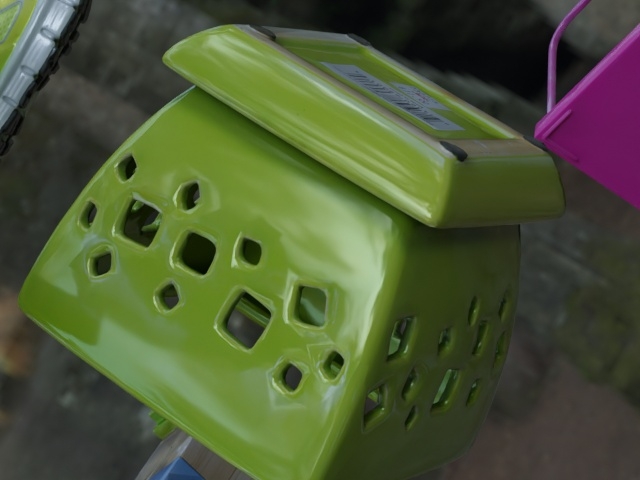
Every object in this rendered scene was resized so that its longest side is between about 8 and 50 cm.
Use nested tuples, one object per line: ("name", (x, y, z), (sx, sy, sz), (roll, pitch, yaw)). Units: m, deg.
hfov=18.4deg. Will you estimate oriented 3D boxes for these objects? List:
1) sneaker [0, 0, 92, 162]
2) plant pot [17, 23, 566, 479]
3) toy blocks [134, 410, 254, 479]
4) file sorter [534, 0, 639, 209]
("sneaker", (-0.234, -0.095, 1.257), (0.208, 0.094, 0.081), (-59, 3, -7))
("plant pot", (0.000, 0.000, 1.156), (0.227, 0.228, 0.207), (-4, -56, -62))
("toy blocks", (-0.042, 0.295, 1.697), (0.191, 0.381, 0.261), (-39, 9, 36))
("file sorter", (0.376, -0.134, 1.826), (0.202, 0.290, 0.182), (-46, 21, 35))
